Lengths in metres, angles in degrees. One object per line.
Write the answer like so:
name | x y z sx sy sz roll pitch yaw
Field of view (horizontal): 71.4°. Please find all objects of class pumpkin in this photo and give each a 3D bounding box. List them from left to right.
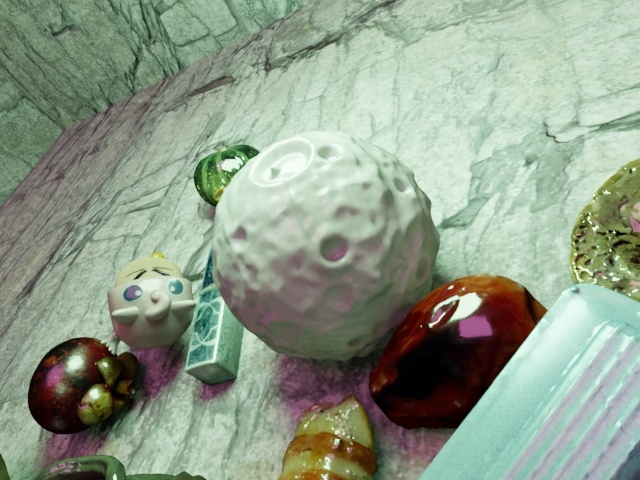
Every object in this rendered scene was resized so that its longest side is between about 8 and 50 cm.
pumpkin | -0.216 -0.157 1.093 0.190 0.146 0.190 -29 11 6

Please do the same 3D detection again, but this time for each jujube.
jujube | 0.161 0.144 0.525 0.236 0.168 0.168 -41 36 26

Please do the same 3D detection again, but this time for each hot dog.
hot dog | 0.007 0.296 0.541 0.146 0.103 0.213 -26 26 47

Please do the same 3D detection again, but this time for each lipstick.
lipstick | -0.190 0.129 0.857 0.077 0.076 0.290 -19 45 18

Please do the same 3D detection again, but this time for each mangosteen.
mangosteen | -0.443 0.274 0.850 0.199 0.200 0.200 -20 43 20

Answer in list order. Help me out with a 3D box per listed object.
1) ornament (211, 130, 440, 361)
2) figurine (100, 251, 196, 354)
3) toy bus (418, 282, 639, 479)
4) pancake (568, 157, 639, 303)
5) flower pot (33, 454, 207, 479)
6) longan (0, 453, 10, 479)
ornament | 0.000 0.000 0.658 0.336 0.337 0.337 -20 43 20
figurine | -0.342 0.121 0.877 0.176 0.186 0.287 -14 -9 -19
toy bus | 0.194 0.215 0.353 0.312 0.190 0.152 -52 42 -1
pancake | 0.471 0.013 0.467 0.386 0.082 0.387 -17 39 15
flower pot | -0.242 0.414 0.516 0.301 0.213 0.302 -21 42 20
longan | -0.714 0.469 0.695 0.390 0.391 0.391 -20 43 20
